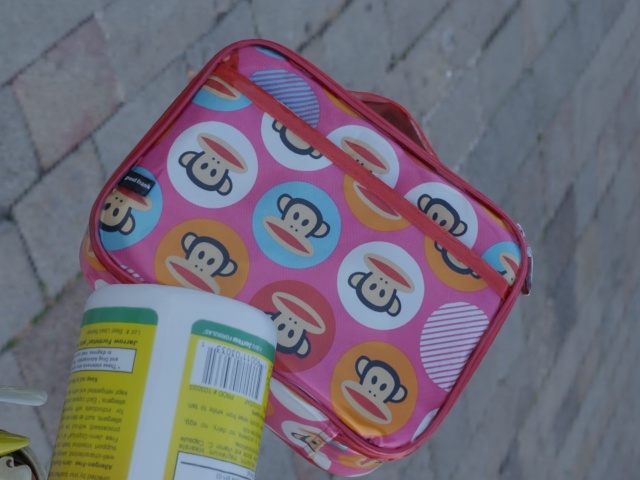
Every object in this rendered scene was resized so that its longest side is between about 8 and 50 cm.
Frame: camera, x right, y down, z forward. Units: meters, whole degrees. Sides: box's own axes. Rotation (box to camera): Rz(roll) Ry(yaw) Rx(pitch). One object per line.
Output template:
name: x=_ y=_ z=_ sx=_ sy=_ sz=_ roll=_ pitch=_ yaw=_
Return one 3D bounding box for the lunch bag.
lunch bag: x=0.000 y=0.000 z=0.910 sx=0.258 sy=0.293 sz=0.120 roll=-54 pitch=-178 yaw=-24

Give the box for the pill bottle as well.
pill bottle: x=-0.097 y=0.138 z=0.709 sx=0.117 sy=0.117 sz=0.208 roll=39 pitch=56 yaw=-60

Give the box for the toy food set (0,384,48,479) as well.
toy food set: x=-0.275 y=0.207 z=0.962 sx=0.132 sy=0.038 sz=0.192 roll=5 pitch=89 yaw=-24
